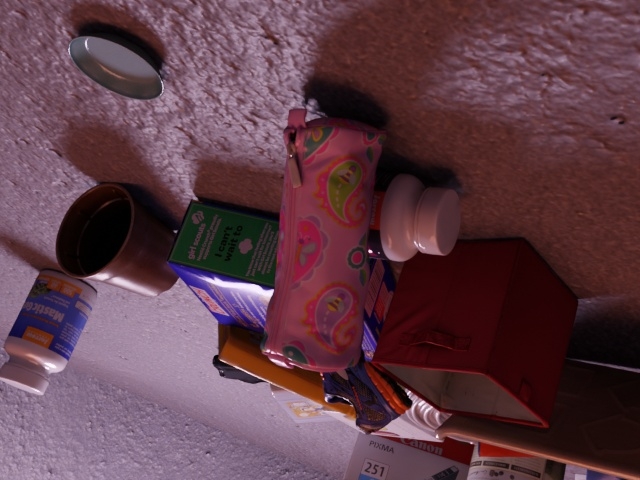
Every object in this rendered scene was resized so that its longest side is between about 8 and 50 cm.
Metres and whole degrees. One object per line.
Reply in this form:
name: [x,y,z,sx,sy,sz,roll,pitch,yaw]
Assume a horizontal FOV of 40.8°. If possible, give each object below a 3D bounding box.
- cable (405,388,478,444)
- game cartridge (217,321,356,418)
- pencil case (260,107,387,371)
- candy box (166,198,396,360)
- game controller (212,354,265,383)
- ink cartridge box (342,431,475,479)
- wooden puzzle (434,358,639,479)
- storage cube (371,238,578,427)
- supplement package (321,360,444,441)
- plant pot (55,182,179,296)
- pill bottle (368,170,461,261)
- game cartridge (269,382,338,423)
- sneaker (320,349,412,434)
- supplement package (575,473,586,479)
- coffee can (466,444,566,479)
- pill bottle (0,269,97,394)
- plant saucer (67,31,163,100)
cable: [0.285,0.289,1.583,0.257,0.089,0.257,16,146,-18]
game cartridge: [-0.042,0.219,1.635,0.324,0.052,0.285,25,-170,-13]
pencil case: [0.000,0.000,0.957,0.124,0.283,0.124,6,-175,-1]
candy box: [-0.048,0.072,1.378,0.317,0.122,0.268,11,158,18]
game controller: [-0.128,0.325,2.145,0.167,0.067,0.319,19,164,-40]
ink cartridge box: [0.226,0.502,1.992,0.297,0.261,0.066,16,145,9]
wooden puzzle: [0.388,0.268,1.273,0.348,0.080,0.322,3,-166,33]
storage cube: [0.215,0.123,1.175,0.184,0.193,0.215,-1,149,43]
supplement package: [0.143,0.325,1.788,0.139,0.133,0.244,34,155,-30]
plant pot: [-0.322,0.012,1.441,0.167,0.166,0.165,4,161,35]
pill bottle: [0.067,-0.032,1.051,0.194,0.108,0.108,7,155,29]
game cartridge: [0.009,0.374,2.045,0.198,0.062,0.297,-4,154,11]
sneaker: [0.026,0.185,1.218,0.221,0.087,0.083,43,-179,34]
supplement package: [0.697,0.675,1.921,0.199,0.262,0.198,19,161,-26]
coffee can: [0.410,0.527,1.829,0.202,0.275,0.201,15,155,7]
pill bottle: [-0.653,0.220,2.042,0.152,0.271,0.152,17,158,7]
plant saucer: [-0.237,-0.209,1.013,0.119,0.021,0.119,17,158,7]
